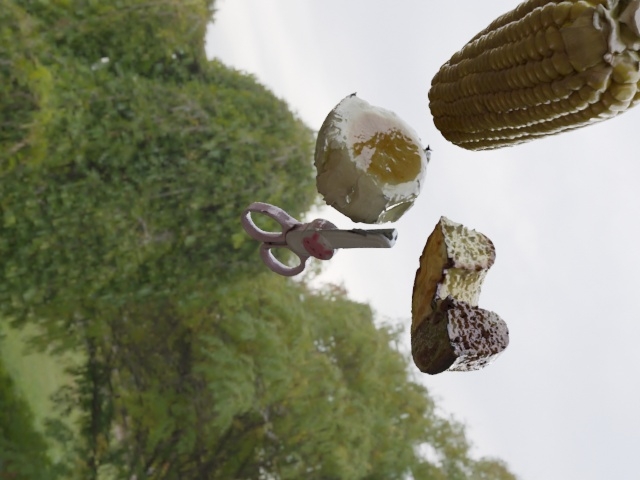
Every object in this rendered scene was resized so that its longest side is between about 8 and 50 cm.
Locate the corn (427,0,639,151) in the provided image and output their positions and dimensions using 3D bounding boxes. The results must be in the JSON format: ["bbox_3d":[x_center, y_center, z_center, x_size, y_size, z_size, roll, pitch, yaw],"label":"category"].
[{"bbox_3d":[0.216,-0.168,0.914,0.387,0.144,0.144,159,-82,-73],"label":"corn"}]

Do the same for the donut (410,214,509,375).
[{"bbox_3d":[0.175,0.085,1.148,0.141,0.085,0.217,116,-19,-51],"label":"donut"}]

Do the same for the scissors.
[{"bbox_3d":[0.000,0.000,1.161,0.242,0.030,0.118,0,-52,41],"label":"scissors"}]

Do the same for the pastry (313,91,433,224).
[{"bbox_3d":[0.061,-0.098,1.121,0.088,0.165,0.166,-45,-125,49],"label":"pastry"}]
